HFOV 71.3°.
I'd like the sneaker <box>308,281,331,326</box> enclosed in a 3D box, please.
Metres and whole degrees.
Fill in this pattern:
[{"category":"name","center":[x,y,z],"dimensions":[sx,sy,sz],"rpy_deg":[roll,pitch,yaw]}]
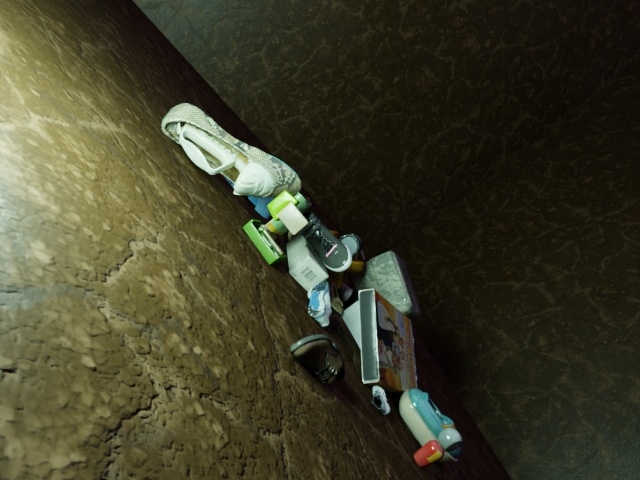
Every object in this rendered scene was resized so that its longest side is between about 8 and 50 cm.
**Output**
[{"category":"sneaker","center":[0.004,0.209,1.455],"dimensions":[0.083,0.071,0.190],"rpy_deg":[60,20,-25]}]

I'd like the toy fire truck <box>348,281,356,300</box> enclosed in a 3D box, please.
[{"category":"toy fire truck","center":[0.264,0.320,2.178],"dimensions":[0.302,0.169,0.253],"rpy_deg":[41,37,-50]}]

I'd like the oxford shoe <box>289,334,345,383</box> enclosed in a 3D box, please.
[{"category":"oxford shoe","center":[0.007,0.288,1.070],"dimensions":[0.227,0.083,0.096],"rpy_deg":[39,19,-51]}]

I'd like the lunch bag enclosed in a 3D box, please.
[{"category":"lunch bag","center":[0.266,0.226,1.950],"dimensions":[0.212,0.256,0.305],"rpy_deg":[38,33,-56]}]

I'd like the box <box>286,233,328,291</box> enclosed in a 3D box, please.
[{"category":"box","center":[-0.053,0.070,1.640],"dimensions":[0.113,0.094,0.275],"rpy_deg":[47,10,-21]}]

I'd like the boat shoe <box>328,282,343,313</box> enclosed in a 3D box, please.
[{"category":"boat shoe","center":[0.058,0.224,1.738],"dimensions":[0.056,0.048,0.153],"rpy_deg":[46,10,-34]}]

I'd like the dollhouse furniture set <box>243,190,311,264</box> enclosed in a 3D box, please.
[{"category":"dollhouse furniture set","center":[-0.099,-0.042,1.515],"dimensions":[0.151,0.197,0.301],"rpy_deg":[51,8,7]}]

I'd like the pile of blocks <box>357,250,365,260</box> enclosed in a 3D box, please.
[{"category":"pile of blocks","center":[0.101,0.097,2.121],"dimensions":[0.362,0.149,0.112],"rpy_deg":[155,-84,-73]}]

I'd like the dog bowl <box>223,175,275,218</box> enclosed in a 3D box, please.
[{"category":"dog bowl","center":[-0.275,-0.215,1.751],"dimensions":[0.297,0.074,0.166],"rpy_deg":[46,10,-29]}]

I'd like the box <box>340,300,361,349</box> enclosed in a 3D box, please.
[{"category":"box","center":[0.174,0.339,1.719],"dimensions":[0.130,0.091,0.170],"rpy_deg":[40,15,-53]}]

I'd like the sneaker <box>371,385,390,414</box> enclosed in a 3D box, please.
[{"category":"sneaker","center":[0.170,0.465,1.330],"dimensions":[0.069,0.038,0.098],"rpy_deg":[46,9,-37]}]

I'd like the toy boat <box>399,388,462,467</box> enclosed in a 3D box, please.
[{"category":"toy boat","center":[0.367,0.605,1.416],"dimensions":[0.267,0.148,0.318],"rpy_deg":[53,8,7]}]

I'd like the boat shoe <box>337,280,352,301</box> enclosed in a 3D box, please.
[{"category":"boat shoe","center":[0.097,0.212,1.977],"dimensions":[0.063,0.066,0.184],"rpy_deg":[36,13,-10]}]

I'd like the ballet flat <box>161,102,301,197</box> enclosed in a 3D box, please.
[{"category":"ballet flat","center":[-0.292,-0.249,1.425],"dimensions":[0.483,0.164,0.182],"rpy_deg":[34,38,-10]}]

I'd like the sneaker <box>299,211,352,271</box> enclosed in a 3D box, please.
[{"category":"sneaker","center":[0.000,0.000,1.580],"dimensions":[0.147,0.104,0.296],"rpy_deg":[40,7,-37]}]

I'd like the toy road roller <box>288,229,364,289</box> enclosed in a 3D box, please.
[{"category":"toy road roller","center":[0.019,0.067,1.877],"dimensions":[0.330,0.240,0.202],"rpy_deg":[15,4,9]}]

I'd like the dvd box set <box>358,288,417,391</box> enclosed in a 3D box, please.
[{"category":"dvd box set","center":[0.249,0.381,1.592],"dimensions":[0.420,0.062,0.307],"rpy_deg":[42,42,-52]}]
